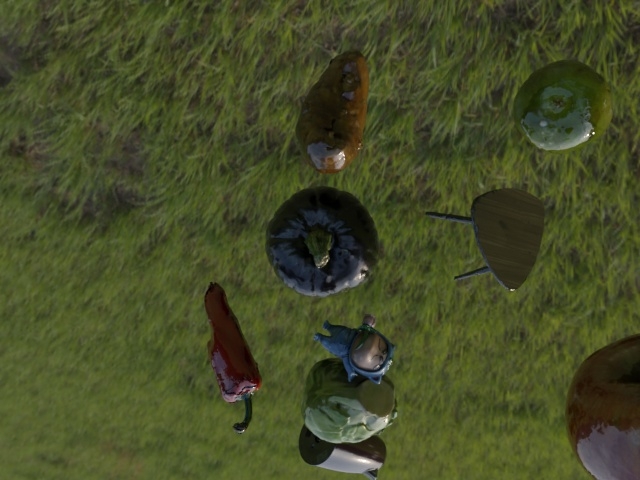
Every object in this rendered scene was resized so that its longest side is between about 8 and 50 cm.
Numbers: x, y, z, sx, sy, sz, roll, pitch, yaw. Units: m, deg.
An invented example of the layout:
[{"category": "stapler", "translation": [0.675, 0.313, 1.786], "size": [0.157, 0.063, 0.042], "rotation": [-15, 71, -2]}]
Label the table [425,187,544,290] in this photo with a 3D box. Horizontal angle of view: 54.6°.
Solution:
[{"category": "table", "translation": [0.509, 0.003, 1.970], "size": [0.317, 0.317, 0.249], "rotation": [33, 161, -25]}]

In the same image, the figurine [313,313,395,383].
[{"category": "figurine", "translation": [0.075, 0.225, 1.349], "size": [0.178, 0.114, 0.144], "rotation": [23, 145, 18]}]

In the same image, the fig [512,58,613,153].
[{"category": "fig", "translation": [0.605, -0.345, 1.552], "size": [0.233, 0.314, 0.233], "rotation": [10, 121, 17]}]

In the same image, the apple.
[{"category": "apple", "translation": [0.543, 0.296, 0.974], "size": [0.302, 0.301, 0.301], "rotation": [10, 146, 7]}]

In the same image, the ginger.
[{"category": "ginger", "translation": [0.030, -0.299, 1.485], "size": [0.165, 0.321, 0.172], "rotation": [16, 158, -14]}]

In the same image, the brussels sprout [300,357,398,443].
[{"category": "brussels sprout", "translation": [0.068, 0.374, 1.467], "size": [0.244, 0.244, 0.244], "rotation": [10, 146, 7]}]

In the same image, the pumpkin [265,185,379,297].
[{"category": "pumpkin", "translation": [0.000, 0.000, 1.560], "size": [0.296, 0.295, 0.295], "rotation": [10, 146, 7]}]

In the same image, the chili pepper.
[{"category": "chili pepper", "translation": [-0.217, 0.268, 1.494], "size": [0.110, 0.387, 0.110], "rotation": [-19, 157, -8]}]

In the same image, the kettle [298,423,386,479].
[{"category": "kettle", "translation": [0.066, 0.542, 1.692], "size": [0.144, 0.202, 0.232], "rotation": [-42, 129, 21]}]
